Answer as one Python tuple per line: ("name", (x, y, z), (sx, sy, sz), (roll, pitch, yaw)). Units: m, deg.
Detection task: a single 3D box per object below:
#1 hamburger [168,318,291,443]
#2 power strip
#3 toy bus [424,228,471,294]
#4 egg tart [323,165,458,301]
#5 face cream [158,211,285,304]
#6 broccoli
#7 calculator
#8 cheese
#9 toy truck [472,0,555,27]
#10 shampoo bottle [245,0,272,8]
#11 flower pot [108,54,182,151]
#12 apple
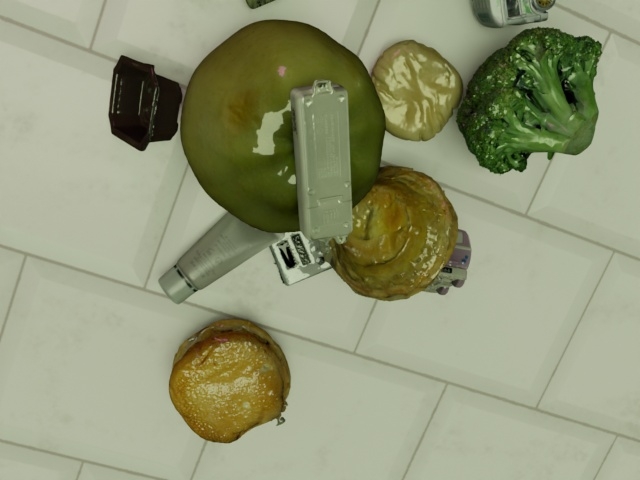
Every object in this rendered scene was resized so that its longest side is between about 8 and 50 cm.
("hamburger", (-0.219, 0.353, 1.843), (0.289, 0.170, 0.314), (-27, 110, 3))
("power strip", (0.005, -0.131, 1.365), (0.098, 0.058, 0.339), (-11, 115, -17))
("toy bus", (0.271, 0.051, 1.823), (0.141, 0.202, 0.142), (8, 73, -13))
("egg tart", (0.147, -0.021, 1.701), (0.341, 0.129, 0.341), (-4, 80, 27))
("face cream", (-0.247, 0.029, 1.788), (0.314, 0.089, 0.143), (-38, 96, -2))
("broccoli", (0.484, -0.314, 1.687), (0.413, 0.310, 0.321), (-4, 93, -42))
("calculator", (0.000, 0.000, 1.851), (0.261, 0.021, 0.161), (-23, 108, -2))
("cheese", (0.214, -0.347, 1.738), (0.226, 0.117, 0.214), (35, 102, -12))
("toy truck", (0.405, -0.659, 1.654), (0.175, 0.146, 0.368), (-17, 108, -4))
("shampoo bottle", (-0.096, -0.574, 1.631), (0.162, 0.079, 0.079), (-23, 109, -2))
("flower pot", (-0.374, -0.295, 1.603), (0.084, 0.251, 0.179), (1, 108, -36))
("apple", (-0.075, -0.233, 1.566), (0.473, 0.473, 0.474), (-3, 107, -9))
